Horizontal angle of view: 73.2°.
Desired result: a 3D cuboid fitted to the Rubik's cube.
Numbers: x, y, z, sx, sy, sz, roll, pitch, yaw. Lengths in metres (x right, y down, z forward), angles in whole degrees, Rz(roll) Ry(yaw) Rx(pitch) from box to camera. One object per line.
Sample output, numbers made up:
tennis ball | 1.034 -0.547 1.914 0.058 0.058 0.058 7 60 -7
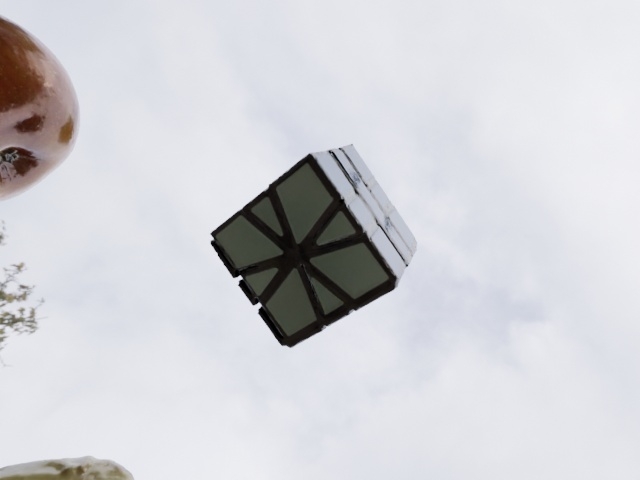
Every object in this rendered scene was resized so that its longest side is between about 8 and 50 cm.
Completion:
Rubik's cube | 0.000 0.000 0.896 0.293 0.283 0.289 -32 -86 27

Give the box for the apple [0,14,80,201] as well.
apple | -0.341 -0.123 0.416 0.162 0.201 0.201 38 -91 -1

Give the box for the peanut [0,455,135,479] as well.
peanut | -0.350 0.318 0.433 0.318 0.147 0.148 -20 -99 -14
